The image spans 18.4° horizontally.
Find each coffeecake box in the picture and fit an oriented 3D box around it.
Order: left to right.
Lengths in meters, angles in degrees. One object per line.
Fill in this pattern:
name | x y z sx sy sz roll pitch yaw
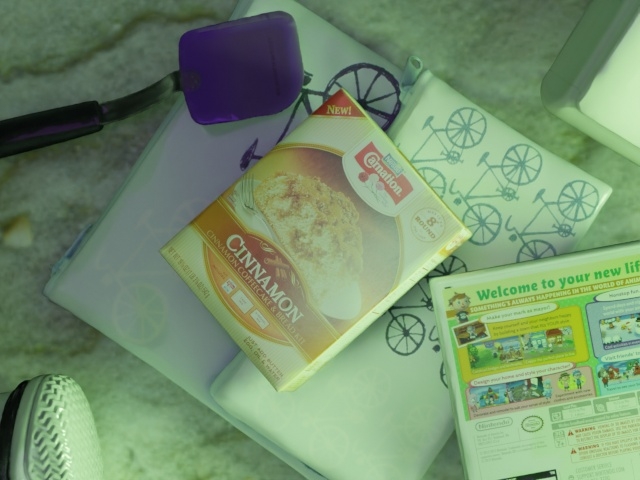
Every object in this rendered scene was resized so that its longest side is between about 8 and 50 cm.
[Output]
coffeecake box | -0.003 0.001 1.486 0.185 0.068 0.142 -42 81 5

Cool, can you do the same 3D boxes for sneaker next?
sneaker | -0.269 0.292 1.513 0.210 0.137 0.366 -6 82 7

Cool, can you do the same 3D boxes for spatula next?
spatula | -0.155 -0.106 1.552 0.296 0.030 0.084 -16 73 17

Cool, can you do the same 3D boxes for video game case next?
video game case | 0.203 0.105 1.494 0.212 0.023 0.193 -10 92 0

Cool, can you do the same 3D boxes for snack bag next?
snack bag | 0.000 0.000 1.539 0.342 0.037 0.323 35 92 8

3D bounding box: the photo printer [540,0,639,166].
photo printer | 0.349 -0.129 1.421 0.307 0.107 0.256 30 99 -16
